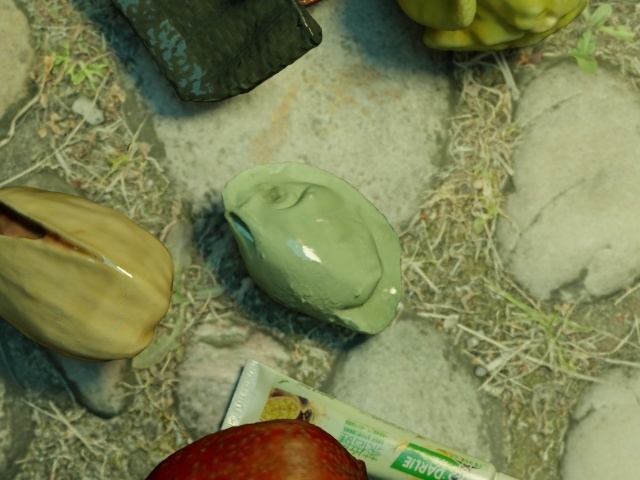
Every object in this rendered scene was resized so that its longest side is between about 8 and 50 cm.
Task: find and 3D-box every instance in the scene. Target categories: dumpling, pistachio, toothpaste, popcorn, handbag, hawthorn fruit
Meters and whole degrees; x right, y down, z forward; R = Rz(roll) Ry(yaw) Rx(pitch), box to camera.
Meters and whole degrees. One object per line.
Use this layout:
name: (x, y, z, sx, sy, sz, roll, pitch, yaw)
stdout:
dumpling: (-0.011, 0.010, 1.603, 0.108, 0.152, 0.219, -39, 100, 28)
pistachio: (-0.248, 0.028, 1.537, 0.230, 0.157, 0.157, 25, 74, 13)
toothpaste: (0.060, 0.208, 1.581, 0.314, 0.056, 0.058, 20, 34, 2)
popcorn: (0.173, -0.364, 1.610, 0.294, 0.292, 0.334, -28, 93, -24)
handbag: (-0.120, -0.265, 1.613, 0.270, 0.175, 0.089, 54, 33, 8)
hawthorn fruit: (-0.075, 0.304, 1.459, 0.300, 0.254, 0.254, -28, 80, 11)

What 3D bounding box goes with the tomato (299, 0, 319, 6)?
tomato: (-0.034, -0.310, 1.688, 0.156, 0.069, 0.155, 1, 75, -3)
